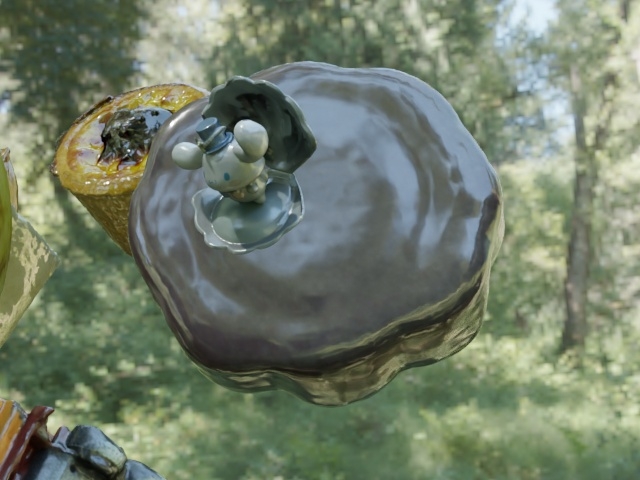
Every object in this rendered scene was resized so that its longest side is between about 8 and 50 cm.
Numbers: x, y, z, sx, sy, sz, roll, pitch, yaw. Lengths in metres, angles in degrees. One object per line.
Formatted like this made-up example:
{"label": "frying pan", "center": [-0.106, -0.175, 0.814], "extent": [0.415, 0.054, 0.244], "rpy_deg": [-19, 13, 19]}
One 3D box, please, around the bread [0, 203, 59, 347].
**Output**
{"label": "bread", "center": [-0.261, 0.041, 0.797], "extent": [0.060, 0.178, 0.139], "rpy_deg": [6, -36, 38]}

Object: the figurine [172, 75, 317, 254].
{"label": "figurine", "center": [-0.048, -0.049, 0.740], "extent": [0.094, 0.086, 0.082], "rpy_deg": [14, 48, 31]}

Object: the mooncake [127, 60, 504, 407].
{"label": "mooncake", "center": [0.000, 0.000, 1.042], "extent": [0.306, 0.306, 0.154], "rpy_deg": [-6, -24, 6]}

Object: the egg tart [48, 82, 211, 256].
{"label": "egg tart", "center": [-0.202, -0.080, 1.483], "extent": [0.215, 0.215, 0.171], "rpy_deg": [-7, -51, 14]}

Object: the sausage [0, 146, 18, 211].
{"label": "sausage", "center": [-0.388, 0.040, 1.022], "extent": [0.354, 0.134, 0.116], "rpy_deg": [-43, 1, -31]}

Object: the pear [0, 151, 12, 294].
{"label": "pear", "center": [-0.272, -0.018, 0.528], "extent": [0.283, 0.284, 0.283], "rpy_deg": [-5, -8, -1]}

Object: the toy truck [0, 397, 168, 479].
{"label": "toy truck", "center": [-0.164, 0.218, 0.888], "extent": [0.135, 0.114, 0.270], "rpy_deg": [-3, -40, 40]}
